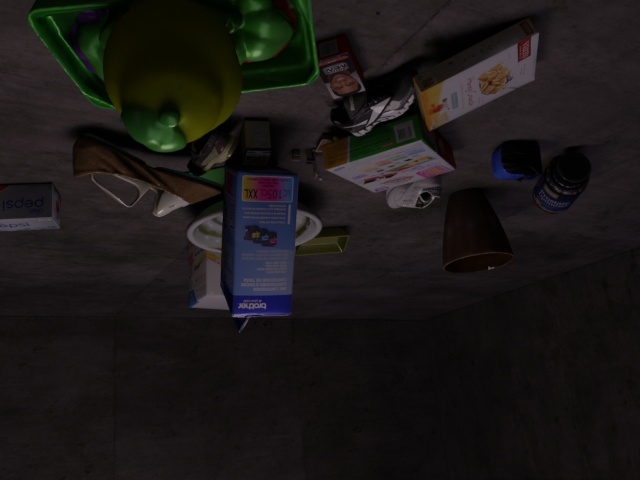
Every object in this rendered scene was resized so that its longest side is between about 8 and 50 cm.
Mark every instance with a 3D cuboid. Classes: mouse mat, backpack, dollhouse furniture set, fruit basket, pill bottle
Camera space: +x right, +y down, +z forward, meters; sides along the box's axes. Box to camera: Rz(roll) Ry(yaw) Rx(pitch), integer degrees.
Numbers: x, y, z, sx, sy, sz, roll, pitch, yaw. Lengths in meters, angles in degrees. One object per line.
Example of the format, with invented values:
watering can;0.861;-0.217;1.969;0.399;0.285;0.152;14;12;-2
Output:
mouse mat;-0.304;-0.158;1.661;0.189;0.007;0.153;-7;162;5
backpack;0.517;-0.204;1.652;0.120;0.098;0.101;-1;165;-18
dollhouse furniture set;-0.014;-0.201;1.506;0.090;0.081;0.114;-1;161;-17
fruit basket;-0.185;-0.252;0.845;0.391;0.393;0.283;-7;162;1
pill bottle;0.699;-0.168;1.779;0.122;0.123;0.219;-7;162;3

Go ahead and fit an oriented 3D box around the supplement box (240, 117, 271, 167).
supplement box;-0.148;-0.221;1.397;0.056;0.083;0.083;-1;161;-15

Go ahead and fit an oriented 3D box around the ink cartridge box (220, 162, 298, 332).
ink cartridge box;-0.158;0.019;1.502;0.151;0.396;0.270;-1;-169;-15

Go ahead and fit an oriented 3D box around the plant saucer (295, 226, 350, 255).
plant saucer;0.000;0.000;2.179;0.188;0.045;0.188;-4;162;-6

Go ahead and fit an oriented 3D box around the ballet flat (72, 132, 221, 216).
ballet flat;-0.400;-0.128;1.410;0.342;0.124;0.116;20;173;-28

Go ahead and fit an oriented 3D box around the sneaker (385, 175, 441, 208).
sneaker;0.266;-0.132;1.793;0.090;0.095;0.235;1;162;-26

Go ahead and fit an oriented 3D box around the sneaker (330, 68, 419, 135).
sneaker;0.105;-0.288;1.287;0.106;0.078;0.234;4;161;-37

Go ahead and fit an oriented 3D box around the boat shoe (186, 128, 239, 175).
boat shoe;-0.263;-0.210;1.422;0.073;0.080;0.223;38;155;-23

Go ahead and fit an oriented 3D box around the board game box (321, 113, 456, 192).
board game box;0.179;-0.203;1.524;0.242;0.064;0.316;-15;168;23

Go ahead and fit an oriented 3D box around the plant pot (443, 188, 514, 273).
plant pot;0.474;-0.036;1.930;0.215;0.231;0.215;-6;161;-2

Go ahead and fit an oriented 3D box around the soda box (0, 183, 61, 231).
soda box;-0.822;-0.081;1.572;0.286;0.098;0.091;-3;163;-10

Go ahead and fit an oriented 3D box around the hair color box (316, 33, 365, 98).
hair color box;0.036;-0.332;1.188;0.071;0.043;0.141;-12;162;15

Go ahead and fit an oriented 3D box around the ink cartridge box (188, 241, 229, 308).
ink cartridge box;-0.337;0.098;2.064;0.168;0.233;0.171;8;158;-31

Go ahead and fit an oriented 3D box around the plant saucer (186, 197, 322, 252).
plant saucer;-0.196;-0.064;1.831;0.399;0.101;0.400;-6;161;-2

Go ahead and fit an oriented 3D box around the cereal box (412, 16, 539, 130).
cereal box;0.307;-0.320;1.216;0.240;0.048;0.173;-26;159;8
